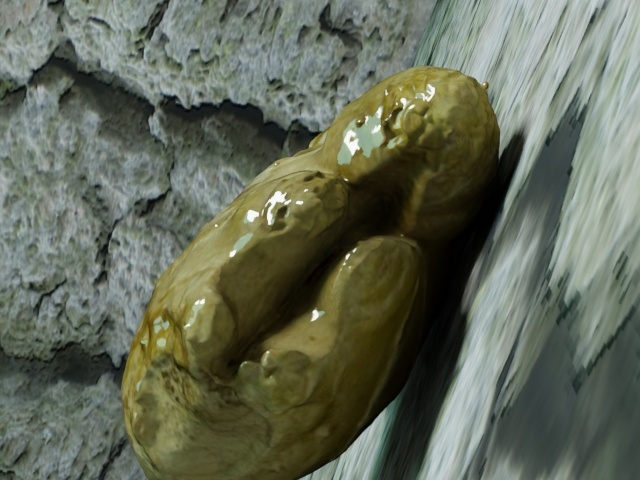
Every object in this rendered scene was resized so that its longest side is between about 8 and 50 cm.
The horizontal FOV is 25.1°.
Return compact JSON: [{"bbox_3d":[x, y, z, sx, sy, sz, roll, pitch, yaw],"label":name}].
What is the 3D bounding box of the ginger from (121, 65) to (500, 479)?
[{"bbox_3d":[0.003,-0.021,0.787,0.375,0.166,0.236,-80,-1,-51],"label":"ginger"}]
